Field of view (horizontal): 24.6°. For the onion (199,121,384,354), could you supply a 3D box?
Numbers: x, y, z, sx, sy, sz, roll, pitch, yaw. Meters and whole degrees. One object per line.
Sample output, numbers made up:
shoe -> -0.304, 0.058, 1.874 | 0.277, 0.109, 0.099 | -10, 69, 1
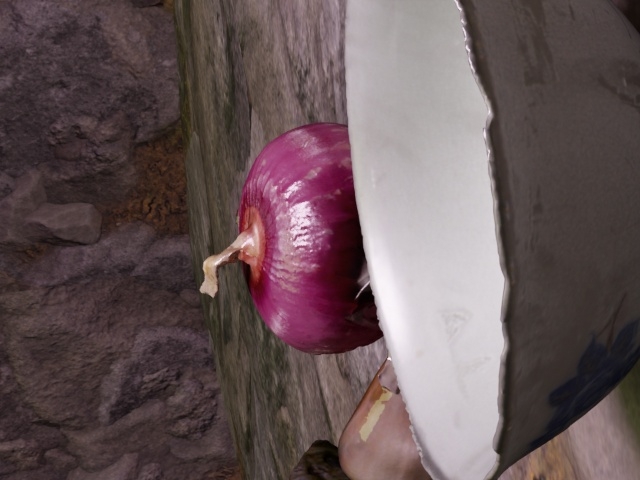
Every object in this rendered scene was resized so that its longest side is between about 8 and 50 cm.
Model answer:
onion -> 0.013, 0.001, 1.345 | 0.200, 0.200, 0.207 | 175, 119, -80

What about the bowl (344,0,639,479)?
bowl -> 0.114, -0.030, 0.761 | 0.313, 0.146, 0.313 | 174, 90, -81

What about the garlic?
garlic -> 0.069, 0.166, 1.364 | 0.128, 0.148, 0.266 | 46, 164, -2

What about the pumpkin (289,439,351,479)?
pumpkin -> 0.066, 0.363, 1.539 | 0.169, 0.148, 0.312 | -25, -62, -57
